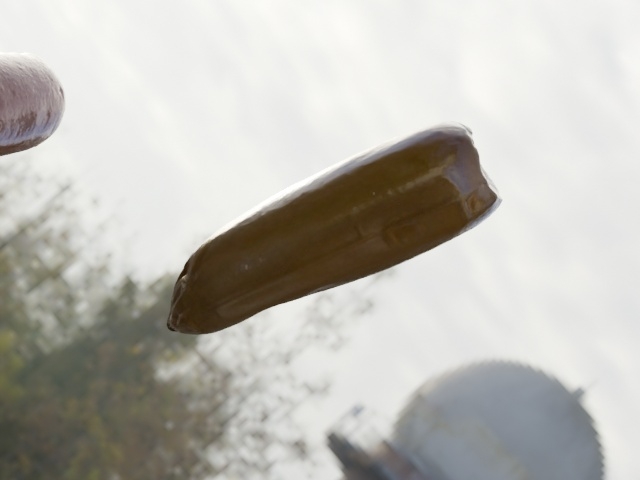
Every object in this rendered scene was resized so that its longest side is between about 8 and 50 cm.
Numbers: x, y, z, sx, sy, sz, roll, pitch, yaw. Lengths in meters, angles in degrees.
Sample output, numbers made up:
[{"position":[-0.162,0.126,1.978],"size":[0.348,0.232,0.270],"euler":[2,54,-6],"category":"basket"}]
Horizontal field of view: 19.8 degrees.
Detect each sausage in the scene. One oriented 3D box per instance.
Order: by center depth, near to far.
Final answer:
[{"position":[-0.002,-0.004,1.772],"size":[0.134,0.354,0.116],"euler":[-98,162,-65],"category":"sausage"},{"position":[-0.353,-0.143,1.957],"size":[0.113,0.113,0.259],"euler":[49,21,5],"category":"sausage"}]
